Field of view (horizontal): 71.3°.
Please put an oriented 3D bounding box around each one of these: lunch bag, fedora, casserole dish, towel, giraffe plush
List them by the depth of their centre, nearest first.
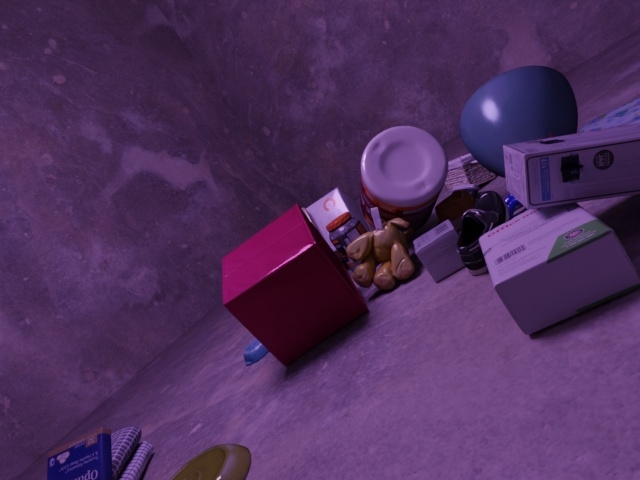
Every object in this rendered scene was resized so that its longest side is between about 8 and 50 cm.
[{"bbox_3d":[0.624,-0.212,0.915,0.176,0.090,0.219,-29,10,45],"label":"lunch bag"},{"bbox_3d":[-0.561,0.595,1.058,0.284,0.121,0.235,-37,7,-6],"label":"towel"},{"bbox_3d":[0.180,0.024,1.203,0.182,0.210,0.170,2,-2,24],"label":"giraffe plush"},{"bbox_3d":[0.382,-0.088,1.252,0.194,0.079,0.194,-35,8,6],"label":"fedora"},{"bbox_3d":[-0.169,0.311,1.391,0.188,0.037,0.114,-40,9,-33],"label":"casserole dish"}]

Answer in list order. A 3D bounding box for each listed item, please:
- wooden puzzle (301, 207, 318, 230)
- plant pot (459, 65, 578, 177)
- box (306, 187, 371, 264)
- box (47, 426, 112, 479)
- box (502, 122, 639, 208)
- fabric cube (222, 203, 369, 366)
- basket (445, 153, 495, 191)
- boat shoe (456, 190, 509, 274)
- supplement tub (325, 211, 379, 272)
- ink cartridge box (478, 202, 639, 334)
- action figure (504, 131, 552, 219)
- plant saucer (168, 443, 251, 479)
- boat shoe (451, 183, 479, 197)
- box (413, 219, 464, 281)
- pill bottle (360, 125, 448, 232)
[{"bbox_3d":[-0.133,0.092,1.579,0.348,0.322,0.080,-36,-27,15],"label":"wooden puzzle"},{"bbox_3d":[0.527,-0.266,1.152,0.290,0.290,0.195,-31,44,31],"label":"plant pot"},{"bbox_3d":[0.000,0.000,1.680,0.345,0.215,0.168,-32,-26,18],"label":"box"},{"bbox_3d":[-0.495,0.523,0.919,0.136,0.225,0.036,-26,-36,2],"label":"box"},{"bbox_3d":[0.462,-0.129,0.714,0.290,0.087,0.169,-8,15,13],"label":"box"},{"bbox_3d":[-0.075,0.108,1.160,0.258,0.254,0.259,-36,27,5],"label":"fabric cube"},{"bbox_3d":[0.489,-0.231,1.496,0.113,0.103,0.167,-24,5,-9],"label":"basket"},{"bbox_3d":[0.340,-0.037,0.944,0.084,0.079,0.233,-28,25,47],"label":"boat shoe"},{"bbox_3d":[0.107,0.008,1.444,0.117,0.190,0.117,-35,7,5],"label":"supplement tub"},{"bbox_3d":[0.343,0.025,0.680,0.160,0.092,0.219,-32,8,22],"label":"ink cartridge box"},{"bbox_3d":[0.468,-0.145,1.042,0.280,0.139,0.091,-32,10,11],"label":"action figure"},{"bbox_3d":[-0.233,0.454,0.801,0.241,0.037,0.241,-35,7,5],"label":"plant saucer"},{"bbox_3d":[0.458,-0.150,1.429,0.142,0.049,0.040,169,117,-81],"label":"boat shoe"},{"bbox_3d":[0.276,0.022,1.013,0.102,0.087,0.101,-34,7,15],"label":"box"},{"bbox_3d":[0.228,-0.141,1.306,0.224,0.224,0.392,-36,-17,-6],"label":"pill bottle"}]
